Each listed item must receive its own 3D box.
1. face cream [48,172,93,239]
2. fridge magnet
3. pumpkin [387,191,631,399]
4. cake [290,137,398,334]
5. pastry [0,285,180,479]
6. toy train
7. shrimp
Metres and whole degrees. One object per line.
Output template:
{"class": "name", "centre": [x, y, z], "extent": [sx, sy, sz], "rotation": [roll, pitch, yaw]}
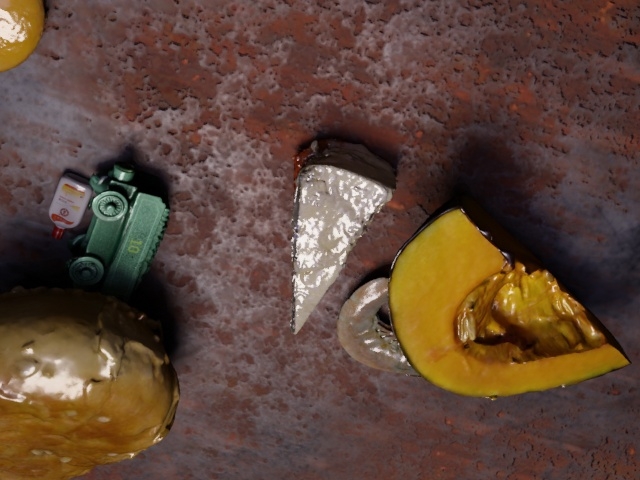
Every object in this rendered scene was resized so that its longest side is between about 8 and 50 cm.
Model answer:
{"class": "face cream", "centre": [-0.299, -0.038, 0.936], "extent": [0.040, 0.021, 0.083], "rotation": [24, 114, -11]}
{"class": "fridge magnet", "centre": [-0.356, -0.244, 0.819], "extent": [0.143, 0.063, 0.143], "rotation": [1, 117, 1]}
{"class": "pumpkin", "centre": [0.180, 0.075, 0.896], "extent": [0.312, 0.148, 0.169], "rotation": [39, 107, -20]}
{"class": "cake", "centre": [-0.015, -0.012, 0.901], "extent": [0.116, 0.086, 0.220], "rotation": [32, 112, -13]}
{"class": "pastry", "centre": [-0.316, 0.155, 0.924], "extent": [0.315, 0.184, 0.284], "rotation": [-26, 138, 25]}
{"class": "toy train", "centre": [-0.234, -0.008, 0.921], "extent": [0.099, 0.070, 0.172], "rotation": [16, 116, -24]}
{"class": "shrimp", "centre": [0.131, 0.110, 0.977], "extent": [0.219, 0.046, 0.152], "rotation": [20, 117, -6]}
